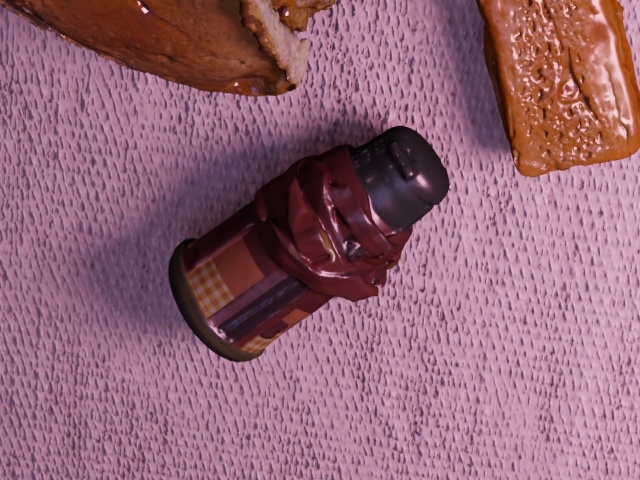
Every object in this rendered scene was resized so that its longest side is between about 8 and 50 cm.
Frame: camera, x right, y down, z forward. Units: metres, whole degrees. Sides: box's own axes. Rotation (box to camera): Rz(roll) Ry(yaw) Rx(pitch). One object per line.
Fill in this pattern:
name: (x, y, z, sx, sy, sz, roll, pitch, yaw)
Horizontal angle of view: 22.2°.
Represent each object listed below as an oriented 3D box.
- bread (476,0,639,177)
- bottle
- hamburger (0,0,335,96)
bread: (0.207, -0.194, 1.432, 0.139, 0.077, 0.271, -14, 111, 9)
bottle: (0.000, 0.000, 1.512, 0.271, 0.156, 0.143, -34, 71, 19)
hamburger: (-0.131, -0.260, 1.327, 0.277, 0.195, 0.318, 10, 159, 16)
